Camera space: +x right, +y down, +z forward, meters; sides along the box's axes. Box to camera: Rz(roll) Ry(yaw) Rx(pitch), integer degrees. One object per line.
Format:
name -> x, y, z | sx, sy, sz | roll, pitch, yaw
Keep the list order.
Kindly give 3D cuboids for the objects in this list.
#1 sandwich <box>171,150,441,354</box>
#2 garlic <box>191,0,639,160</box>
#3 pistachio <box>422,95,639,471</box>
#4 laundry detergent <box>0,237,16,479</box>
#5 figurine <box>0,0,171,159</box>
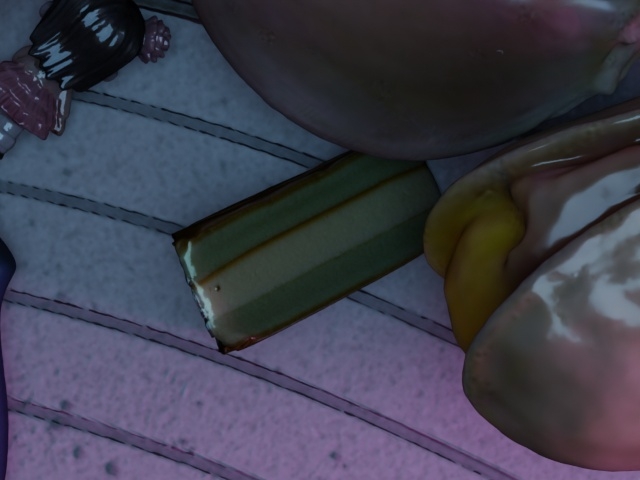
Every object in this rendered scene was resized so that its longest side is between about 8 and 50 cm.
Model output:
sandwich -> 0.000, 0.000, 1.110 | 0.163, 0.113, 0.079 | -24, 95, -2
garlic -> 0.011, -0.184, 1.029 | 0.340, 0.246, 0.231 | 31, 96, -37
pistachio -> 0.217, 0.008, 1.061 | 0.308, 0.230, 0.230 | -11, 95, -4
laundry detergent -> -0.232, 0.058, 1.128 | 0.096, 0.061, 0.206 | 3, 93, 5
figurine -> -0.154, -0.100, 1.125 | 0.129, 0.054, 0.072 | -44, 99, 2
